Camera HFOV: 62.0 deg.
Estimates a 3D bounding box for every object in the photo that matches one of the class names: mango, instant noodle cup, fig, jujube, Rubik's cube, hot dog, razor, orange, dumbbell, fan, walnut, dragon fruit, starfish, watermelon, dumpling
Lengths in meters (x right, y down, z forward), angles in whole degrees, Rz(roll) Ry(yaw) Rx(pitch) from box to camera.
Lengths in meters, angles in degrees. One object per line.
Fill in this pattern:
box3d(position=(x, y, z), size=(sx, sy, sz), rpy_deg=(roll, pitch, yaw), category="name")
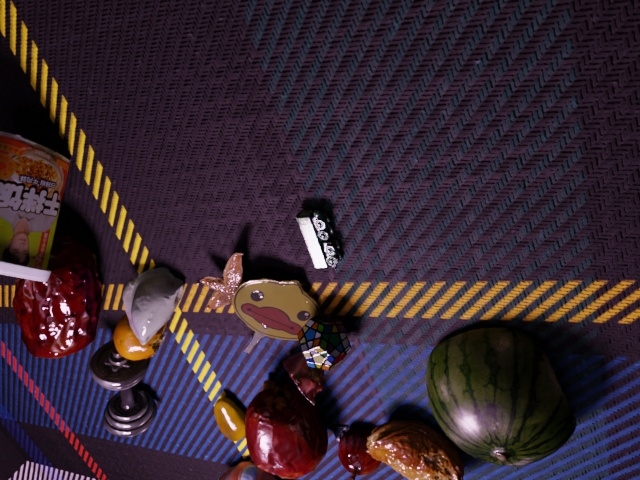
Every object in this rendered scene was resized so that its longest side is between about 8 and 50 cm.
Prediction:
box3d(position=(-0.282, 0.554, 1.666), size=(0.103, 0.076, 0.161), rpy_deg=(-1, 119, 34), category="mango")
box3d(position=(-0.754, -0.084, 1.256), size=(0.293, 0.308, 0.294), rpy_deg=(13, 172, 2), category="instant noodle cup")
box3d(position=(0.096, 0.584, 1.452), size=(0.128, 0.150, 0.128), rpy_deg=(43, 148, 35), category="fig")
box3d(position=(-0.742, 0.169, 1.509), size=(0.258, 0.258, 0.377), rpy_deg=(21, 129, 13), category="jujube")
box3d(position=(0.009, 0.237, 1.246), size=(0.133, 0.133, 0.112), rpy_deg=(-14, 149, 35), category="Rubik's cube")
box3d(position=(0.242, 0.545, 1.360), size=(0.259, 0.114, 0.175), rpy_deg=(38, 137, 0), category="hot dog")
box3d(position=(0.079, 0.612, 1.545), size=(0.066, 0.033, 0.190), rpy_deg=(-9, 119, 32), category="razor")
box3d(position=(-0.510, 0.268, 1.521), size=(0.134, 0.154, 0.155), rpy_deg=(26, 132, 21), category="orange")
box3d(position=(-0.633, 0.482, 1.729), size=(0.179, 0.179, 0.406), rpy_deg=(21, 131, 13), category="dumbbell")
box3d(position=(-0.123, 0.198, 1.323), size=(0.229, 0.011, 0.335), rpy_deg=(25, 132, -11), category="fan")
box3d(position=(-0.099, 0.502, 1.462), size=(0.221, 0.244, 0.269), rpy_deg=(-13, 117, -10), category="walnut")
box3d(position=(-0.029, 0.331, 1.357), size=(0.102, 0.096, 0.147), rpy_deg=(61, 170, -17), category="dragon fruit")
box3d(position=(-0.187, 0.126, 1.313), size=(0.231, 0.048, 0.295), rpy_deg=(25, 136, -6), category="starfish")
box3d(position=(0.359, 0.354, 1.113), size=(0.330, 0.189, 0.331), rpy_deg=(11, 122, 19), category="watermelon")
box3d(position=(-0.457, 0.171, 1.442), size=(0.149, 0.104, 0.217), rpy_deg=(32, 96, 44), category="dumpling")

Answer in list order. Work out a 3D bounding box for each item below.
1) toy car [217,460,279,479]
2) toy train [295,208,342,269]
box3d(position=(-0.230, 0.869, 1.812), size=(0.270, 0.180, 0.213), rpy_deg=(29, 121, 7), category="toy car")
box3d(position=(0.000, 0.000, 1.132), size=(0.070, 0.038, 0.148), rpy_deg=(-1, 123, 31), category="toy train")
